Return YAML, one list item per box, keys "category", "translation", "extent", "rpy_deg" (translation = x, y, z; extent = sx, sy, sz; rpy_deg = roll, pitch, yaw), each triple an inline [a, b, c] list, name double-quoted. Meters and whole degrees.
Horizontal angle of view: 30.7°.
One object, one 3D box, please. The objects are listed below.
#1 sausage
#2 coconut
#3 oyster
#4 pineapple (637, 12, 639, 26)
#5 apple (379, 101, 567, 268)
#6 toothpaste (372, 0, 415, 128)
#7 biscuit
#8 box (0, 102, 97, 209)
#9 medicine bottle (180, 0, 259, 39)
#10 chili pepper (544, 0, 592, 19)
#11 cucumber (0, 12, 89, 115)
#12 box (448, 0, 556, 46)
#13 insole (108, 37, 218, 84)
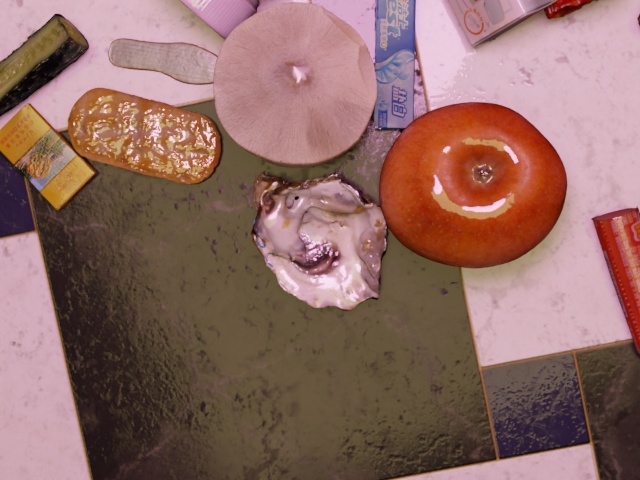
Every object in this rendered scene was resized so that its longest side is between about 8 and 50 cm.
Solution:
- category: "sausage"
  translation: [0.492, 0.085, 1.779]
  extent: [0.074, 0.074, 0.274]
  rpy_deg: [-19, 93, 4]
- category: "coconut"
  translation: [-0.036, -0.220, 1.694]
  extent: [0.238, 0.266, 0.237]
  rpy_deg: [0, 85, 1]
- category: "oyster"
  translation: [0.000, 0.000, 1.800]
  extent: [0.214, 0.083, 0.222]
  rpy_deg: [1, 105, 9]
- category: "pineapple"
  translation: [0.557, -0.313, 1.755]
  extent: [0.159, 0.074, 0.074]
  rpy_deg: [31, 95, -7]
- category: "apple"
  translation: [0.225, -0.082, 1.719]
  extent: [0.272, 0.206, 0.251]
  rpy_deg: [19, 92, 3]
- category: "toothpaste"
  translation: [0.113, -0.305, 1.761]
  extent: [0.066, 0.053, 0.272]
  rpy_deg: [1, 105, 4]
- category: "biscuit"
  translation: [-0.277, -0.164, 1.829]
  extent: [0.247, 0.029, 0.118]
  rpy_deg: [15, 94, 2]
- category: "box"
  translation: [-0.439, -0.133, 1.845]
  extent: [0.087, 0.023, 0.155]
  rpy_deg: [-44, 91, 2]
- category: "medicine bottle"
  translation: [-0.105, -0.447, 1.734]
  extent: [0.165, 0.165, 0.273]
  rpy_deg: [42, 97, 0]
- category: "chili pepper"
  translation: [0.338, -0.506, 1.717]
  extent: [0.131, 0.135, 0.338]
  rpy_deg: [-29, 97, -37]
- category: "cucumber"
  translation: [-0.459, -0.257, 1.823]
  extent: [0.211, 0.062, 0.078]
  rpy_deg: [-40, 57, 11]
- category: "box"
  translation: [0.227, -0.436, 1.725]
  extent: [0.079, 0.135, 0.269]
  rpy_deg: [-28, 93, -34]
- category: "insole"
  translation: [-0.242, -0.284, 1.831]
  extent: [0.189, 0.004, 0.064]
  rpy_deg: [10, 93, 2]
